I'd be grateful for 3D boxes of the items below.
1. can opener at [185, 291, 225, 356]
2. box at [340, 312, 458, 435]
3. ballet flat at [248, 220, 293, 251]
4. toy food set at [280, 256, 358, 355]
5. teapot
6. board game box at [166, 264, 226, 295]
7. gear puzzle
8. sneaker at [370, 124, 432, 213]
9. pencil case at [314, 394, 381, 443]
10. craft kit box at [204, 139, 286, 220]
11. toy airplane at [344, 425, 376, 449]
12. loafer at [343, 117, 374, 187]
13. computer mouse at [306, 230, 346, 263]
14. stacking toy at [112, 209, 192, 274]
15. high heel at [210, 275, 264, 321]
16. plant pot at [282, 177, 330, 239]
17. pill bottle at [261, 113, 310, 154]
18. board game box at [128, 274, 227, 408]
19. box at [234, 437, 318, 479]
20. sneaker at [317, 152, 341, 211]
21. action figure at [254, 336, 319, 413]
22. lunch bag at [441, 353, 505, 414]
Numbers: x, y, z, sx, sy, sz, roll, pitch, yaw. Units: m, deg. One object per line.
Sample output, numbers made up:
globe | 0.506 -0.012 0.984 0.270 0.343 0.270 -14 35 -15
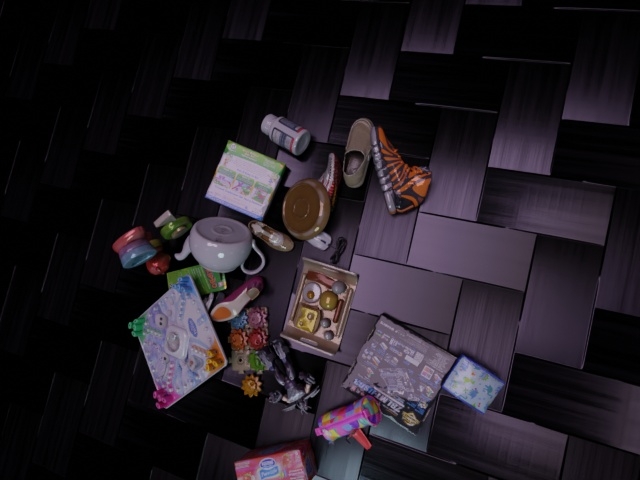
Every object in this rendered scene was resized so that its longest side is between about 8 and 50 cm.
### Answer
can opener | -0.459 0.333 1.636 0.093 0.074 0.281 23 95 -21
box | 0.266 0.448 1.421 0.295 0.073 0.294 28 92 17
ballet flat | -0.200 -0.018 1.618 0.206 0.067 0.073 25 87 17
toy food set | -0.008 0.237 1.516 0.219 0.092 0.307 16 87 17
teapot | -0.380 0.039 1.594 0.256 0.252 0.187 33 123 32
board game box | -0.501 0.165 1.697 0.259 0.039 0.124 -15 79 15
gear puzzle | -0.281 0.427 1.594 0.175 0.044 0.340 -5 81 15
sneaker | 0.289 -0.267 1.482 0.179 0.124 0.322 -16 99 6
pencil case | 0.093 0.600 1.395 0.236 0.104 0.105 -40 73 32
craft kit box | -0.295 -0.235 1.650 0.249 0.061 0.247 24 92 2
toy airplane | 0.139 0.652 1.453 0.151 0.028 0.151 -3 81 17
loafer | 0.143 -0.334 1.548 0.101 0.092 0.269 7 85 17
computer mouse | 0.000 0.000 1.571 0.192 0.042 0.106 30 92 17
stacking toy | -0.625 0.025 1.633 0.279 0.309 0.131 -33 83 -1
high heel | -0.322 0.222 1.611 0.244 0.117 0.082 -39 105 15
plant pot | -0.065 -0.120 1.565 0.236 0.032 0.237 -3 85 39
pill bottle | -0.139 -0.422 1.633 0.180 0.108 0.108 34 93 17
board game box | -0.572 0.395 1.616 0.390 0.050 0.390 -38 69 22
box | -0.154 0.799 1.465 0.256 0.128 0.123 -18 78 14
sneaker | 0.020 -0.224 1.573 0.092 0.088 0.226 10 84 21
action figure | -0.122 0.504 1.514 0.185 0.099 0.285 -33 79 3
lunch bag | 0.483 0.455 1.335 0.151 0.096 0.129 32 92 -5
